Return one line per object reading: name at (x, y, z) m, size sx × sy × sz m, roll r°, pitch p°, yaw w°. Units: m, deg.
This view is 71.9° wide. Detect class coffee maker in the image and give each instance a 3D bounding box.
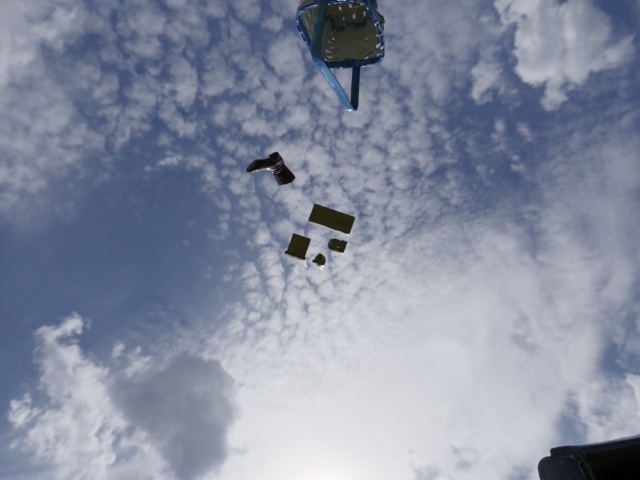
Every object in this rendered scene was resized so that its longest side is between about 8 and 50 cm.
coffee maker at (0.448, 0.345, 0.661) m, size 0.178 × 0.120 × 0.171 m, roll 0°, pitch -54°, yaw -19°

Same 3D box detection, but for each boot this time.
boot at (-0.135, -0.183, 1.220) m, size 0.106 × 0.114 × 0.037 m, roll -21°, pitch -125°, yaw 10°

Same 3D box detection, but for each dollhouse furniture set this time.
dollhouse furniture set at (0.000, 0.000, 1.191) m, size 0.143 × 0.123 × 0.151 m, roll 19°, pitch -103°, yaw 5°

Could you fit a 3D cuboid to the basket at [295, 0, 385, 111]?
basket at (0.050, -0.499, 1.080) m, size 0.200 × 0.254 × 0.289 m, roll 4°, pitch -102°, yaw 23°
